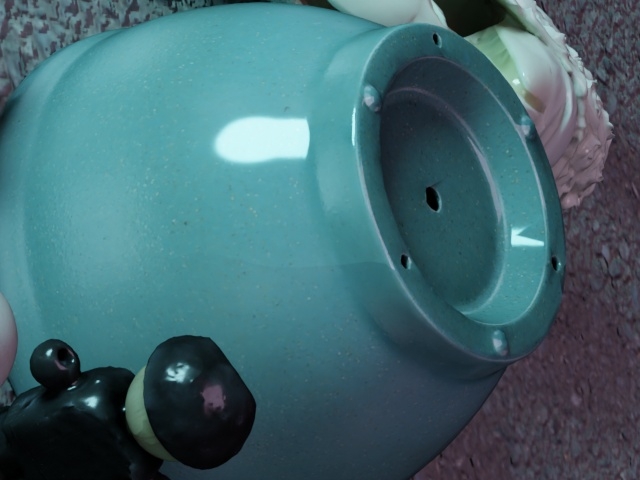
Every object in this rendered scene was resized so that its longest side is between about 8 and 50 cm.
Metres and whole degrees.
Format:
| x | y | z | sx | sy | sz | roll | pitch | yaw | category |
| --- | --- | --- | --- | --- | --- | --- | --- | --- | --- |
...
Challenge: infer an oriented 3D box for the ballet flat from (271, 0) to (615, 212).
| x | y | z | sx | sy | sz | roll | pitch | yaw | category |
| --- | --- | --- | --- | --- | --- | --- | --- | --- | --- |
| 0.053 | -0.119 | 1.094 | 0.409 | 0.147 | 0.147 | 42 | 45 | -34 | ballet flat |

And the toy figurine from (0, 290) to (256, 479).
| x | y | z | sx | sy | sz | roll | pitch | yaw | category |
| --- | --- | --- | --- | --- | --- | --- | --- | --- | --- |
| -0.132 | 0.127 | 0.771 | 0.213 | 0.148 | 0.210 | 24 | 56 | -45 | toy figurine |

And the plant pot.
| x | y | z | sx | sy | sz | roll | pitch | yaw | category |
| --- | --- | --- | --- | --- | --- | --- | --- | --- | --- |
| 0.000 | 0.000 | 0.958 | 0.293 | 0.196 | 0.293 | 26 | 55 | -43 | plant pot |
